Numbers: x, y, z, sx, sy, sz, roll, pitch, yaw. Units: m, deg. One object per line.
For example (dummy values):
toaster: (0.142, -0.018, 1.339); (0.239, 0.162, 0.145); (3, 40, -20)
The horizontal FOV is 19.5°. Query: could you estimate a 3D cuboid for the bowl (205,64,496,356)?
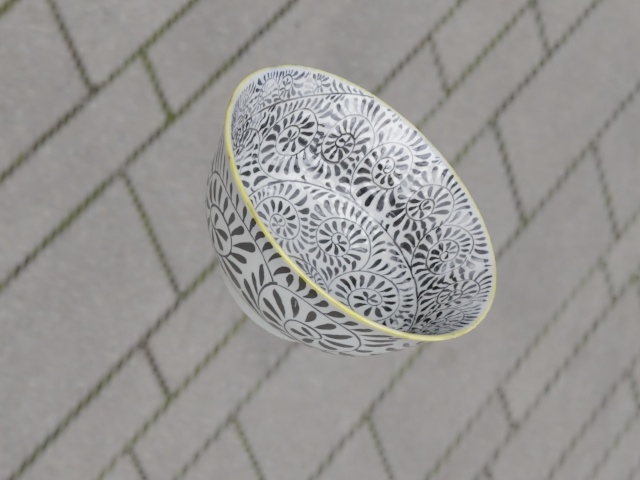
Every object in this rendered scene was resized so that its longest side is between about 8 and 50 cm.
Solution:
bowl: (0.000, 0.000, 0.946); (0.170, 0.170, 0.080); (-9, 153, -50)
